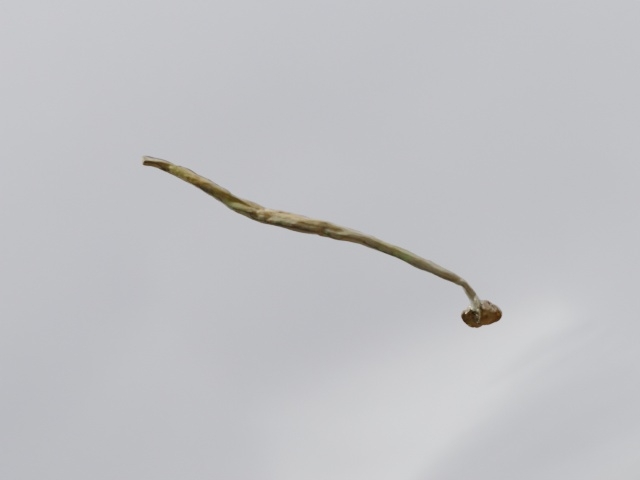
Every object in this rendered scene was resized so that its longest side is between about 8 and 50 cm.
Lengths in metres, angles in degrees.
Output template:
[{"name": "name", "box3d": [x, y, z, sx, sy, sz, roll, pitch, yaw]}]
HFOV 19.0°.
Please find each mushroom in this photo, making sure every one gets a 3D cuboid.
[{"name": "mushroom", "box3d": [0.002, -0.005, 1.390, 0.028, 0.286, 0.026, -64, 1, -17]}]
